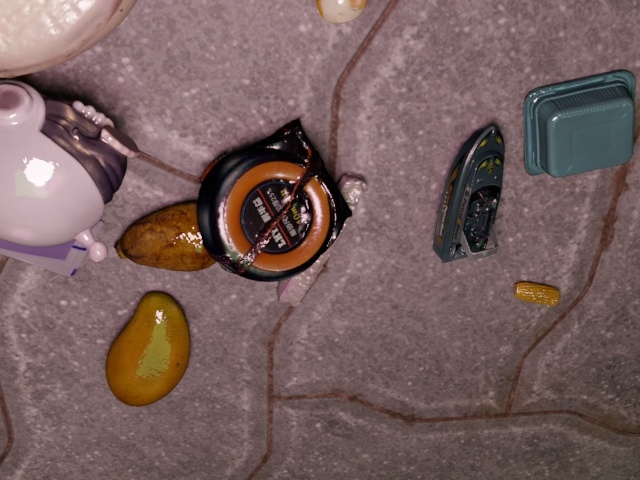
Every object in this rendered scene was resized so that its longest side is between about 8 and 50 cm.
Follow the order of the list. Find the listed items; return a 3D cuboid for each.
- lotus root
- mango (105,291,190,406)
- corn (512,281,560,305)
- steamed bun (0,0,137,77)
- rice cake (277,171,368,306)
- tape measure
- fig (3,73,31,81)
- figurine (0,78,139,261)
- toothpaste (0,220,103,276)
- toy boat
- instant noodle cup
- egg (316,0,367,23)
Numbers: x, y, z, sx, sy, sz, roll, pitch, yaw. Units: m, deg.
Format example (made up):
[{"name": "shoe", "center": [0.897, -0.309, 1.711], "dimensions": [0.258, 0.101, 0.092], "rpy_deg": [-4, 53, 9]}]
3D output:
[{"name": "lotus root", "center": [-0.240, 0.001, 1.302], "dimensions": [0.191, 0.094, 0.108], "rpy_deg": [-10, 98, 6]}, {"name": "mango", "center": [-0.293, 0.192, 1.433], "dimensions": [0.136, 0.099, 0.227], "rpy_deg": [17, 113, -12]}, {"name": "corn", "center": [0.391, 0.096, 1.502], "dimensions": [0.092, 0.037, 0.037], "rpy_deg": [11, 124, -14]}, {"name": "steamed bun", "center": [-0.362, -0.372, 0.908], "dimensions": [0.375, 0.241, 0.374], "rpy_deg": [-2, 124, -3]}, {"name": "rice cake", "center": [0.001, 0.000, 1.360], "dimensions": [0.049, 0.055, 0.270], "rpy_deg": [26, 120, -8]}, {"name": "tape measure", "center": [-0.076, -0.046, 1.235], "dimensions": [0.223, 0.135, 0.202], "rpy_deg": [-36, 109, -14]}, {"name": "fig", "center": [-0.428, -0.235, 1.127], "dimensions": [0.083, 0.050, 0.050], "rpy_deg": [-10, 129, 22]}, {"name": "figurine", "center": [-0.443, -0.111, 1.108], "dimensions": [0.361, 0.253, 0.211], "rpy_deg": [14, 85, -22]}, {"name": "toothpaste", "center": [-0.522, -0.036, 1.241], "dimensions": [0.371, 0.080, 0.125], "rpy_deg": [21, 120, -28]}, {"name": "toy boat", "center": [0.245, -0.069, 1.321], "dimensions": [0.093, 0.103, 0.246], "rpy_deg": [-12, 126, -31]}, {"name": "instant noodle cup", "center": [0.408, -0.170, 1.290], "dimensions": [0.179, 0.070, 0.157], "rpy_deg": [-12, 125, 1]}, {"name": "egg", "center": [0.030, -0.332, 1.108], "dimensions": [0.071, 0.071, 0.083], "rpy_deg": [2, 123, -10]}]
